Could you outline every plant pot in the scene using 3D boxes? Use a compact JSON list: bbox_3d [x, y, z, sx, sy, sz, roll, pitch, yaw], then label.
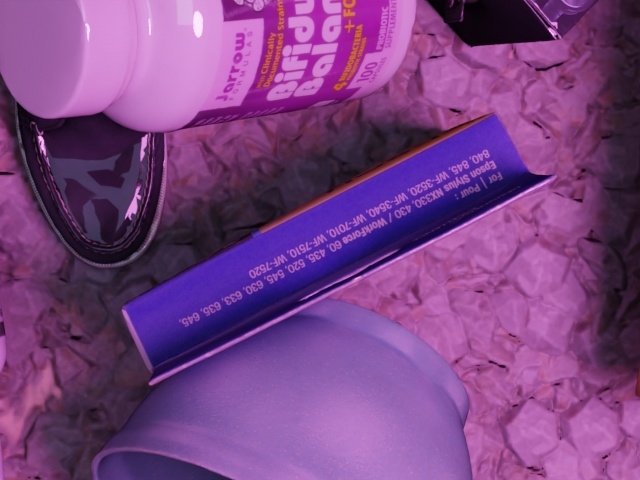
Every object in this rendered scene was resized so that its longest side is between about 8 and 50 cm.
[{"bbox_3d":[-0.002,0.169,1.133,0.293,0.293,0.196,33,61,-3],"label":"plant pot"}]

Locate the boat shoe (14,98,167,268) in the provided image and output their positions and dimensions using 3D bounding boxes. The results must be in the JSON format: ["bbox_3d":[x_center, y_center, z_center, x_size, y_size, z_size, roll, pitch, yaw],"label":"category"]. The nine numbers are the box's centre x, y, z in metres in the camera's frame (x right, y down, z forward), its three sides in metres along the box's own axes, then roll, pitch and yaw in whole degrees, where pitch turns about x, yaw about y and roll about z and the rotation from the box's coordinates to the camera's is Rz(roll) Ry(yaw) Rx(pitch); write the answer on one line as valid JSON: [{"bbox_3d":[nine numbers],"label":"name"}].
[{"bbox_3d":[-0.190,-0.146,1.183,0.127,0.113,0.340,-1,90,-4],"label":"boat shoe"}]

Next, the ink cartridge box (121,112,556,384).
[{"bbox_3d":[0.000,0.000,1.098,0.304,0.307,0.072,-27,90,-4],"label":"ink cartridge box"}]

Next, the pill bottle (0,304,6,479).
[{"bbox_3d":[-0.357,0.027,1.124,0.210,0.210,0.363,-9,90,-4],"label":"pill bottle"}]

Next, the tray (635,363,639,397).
[{"bbox_3d":[0.360,-0.076,1.126,0.203,0.076,0.411,-11,114,-36],"label":"tray"}]

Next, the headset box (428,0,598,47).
[{"bbox_3d":[0.190,-0.280,1.135,0.283,0.246,0.131,-44,102,-4],"label":"headset box"}]

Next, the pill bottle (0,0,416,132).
[{"bbox_3d":[-0.085,-0.170,1.095,0.301,0.169,0.169,-15,91,-41],"label":"pill bottle"}]
